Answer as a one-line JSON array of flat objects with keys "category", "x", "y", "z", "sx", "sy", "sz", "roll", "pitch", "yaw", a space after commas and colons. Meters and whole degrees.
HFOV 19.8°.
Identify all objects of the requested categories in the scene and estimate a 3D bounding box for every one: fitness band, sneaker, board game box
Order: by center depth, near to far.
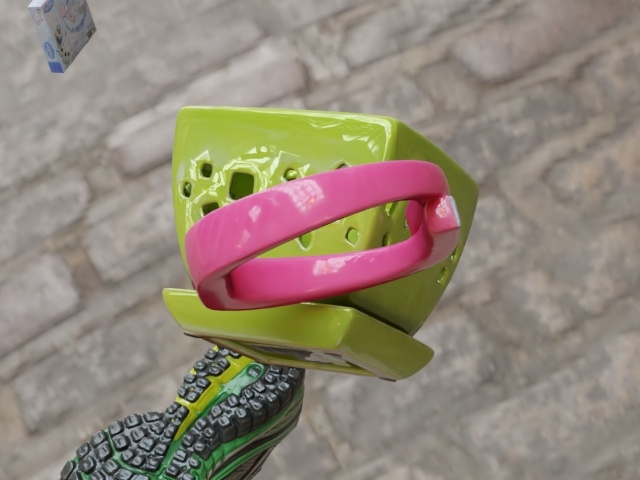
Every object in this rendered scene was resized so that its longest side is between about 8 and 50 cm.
[{"category": "fitness band", "x": 0.000, "y": 0.000, "z": 1.421, "sx": 0.209, "sy": 0.291, "sz": 0.054, "roll": -12, "pitch": 79, "yaw": -2}, {"category": "sneaker", "x": -0.140, "y": 0.245, "z": 1.937, "sx": 0.343, "sy": 0.146, "sz": 0.134, "roll": -36, "pitch": 54, "yaw": -21}, {"category": "board game box", "x": -0.293, "y": -0.253, "z": 2.092, "sx": 0.020, "sy": 0.090, "sz": 0.090, "roll": 4, "pitch": 40, "yaw": 23}]

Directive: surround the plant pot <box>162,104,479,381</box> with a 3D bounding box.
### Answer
[{"category": "plant pot", "x": -0.006, "y": 0.009, "z": 1.688, "sx": 0.228, "sy": 0.227, "sz": 0.207, "roll": 6, "pitch": 79, "yaw": 26}]
